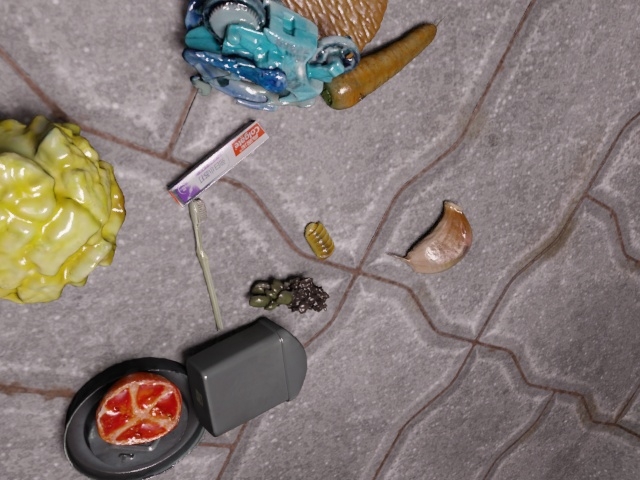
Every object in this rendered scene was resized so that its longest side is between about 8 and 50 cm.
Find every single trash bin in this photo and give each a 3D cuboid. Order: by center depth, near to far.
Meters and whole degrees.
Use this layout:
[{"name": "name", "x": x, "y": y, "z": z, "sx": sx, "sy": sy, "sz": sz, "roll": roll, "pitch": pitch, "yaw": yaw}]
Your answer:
[{"name": "trash bin", "x": -0.142, "y": 0.270, "z": 1.108, "sx": 0.236, "sy": 0.101, "sz": 0.176, "roll": -22, "pitch": 119, "yaw": -34}]

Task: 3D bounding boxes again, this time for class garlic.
[{"name": "garlic", "x": 0.261, "y": 0.013, "z": 1.255, "sx": 0.198, "sy": 0.090, "sz": 0.128, "roll": -39, "pitch": 110, "yaw": 1}]

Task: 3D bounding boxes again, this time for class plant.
[{"name": "plant", "x": -0.064, "y": 0.113, "z": 1.120, "sx": 0.174, "sy": 0.085, "sz": 0.087, "roll": 5, "pitch": 138, "yaw": -25}]

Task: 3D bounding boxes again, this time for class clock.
[{"name": "clock", "x": -0.362, "y": 0.361, "z": 1.089, "sx": 0.281, "sy": 0.055, "sz": 0.280, "roll": -12, "pitch": 118, "yaw": -24}]

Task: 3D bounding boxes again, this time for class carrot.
[{"name": "carrot", "x": 0.128, "y": -0.339, "z": 1.018, "sx": 0.298, "sy": 0.078, "sz": 0.078, "roll": -36, "pitch": 125, "yaw": -14}]

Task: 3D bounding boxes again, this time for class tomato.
[{"name": "tomato", "x": -0.334, "y": 0.295, "z": 0.996, "sx": 0.156, "sy": 0.069, "sz": 0.155, "roll": -13, "pitch": 121, "yaw": -22}]

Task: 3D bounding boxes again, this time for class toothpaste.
[{"name": "toothpaste", "x": -0.179, "y": -0.136, "z": 0.953, "sx": 0.196, "sy": 0.040, "sz": 0.047, "roll": -40, "pitch": 101, "yaw": -7}]

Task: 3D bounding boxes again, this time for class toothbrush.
[{"name": "toothbrush", "x": -0.217, "y": 0.054, "z": 1.040, "sx": 0.028, "sy": 0.026, "sz": 0.294, "roll": -23, "pitch": 122, "yaw": -35}]

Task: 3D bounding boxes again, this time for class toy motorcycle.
[{"name": "toy motorcycle", "x": -0.086, "y": -0.288, "z": 0.860, "sx": 0.260, "sy": 0.206, "sz": 0.154, "roll": 13, "pitch": 62, "yaw": -31}]

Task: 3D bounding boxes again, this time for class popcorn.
[{"name": "popcorn", "x": -0.402, "y": -0.050, "z": 0.765, "sx": 0.237, "sy": 0.293, "sz": 0.292, "roll": 20, "pitch": 102, "yaw": -27}]

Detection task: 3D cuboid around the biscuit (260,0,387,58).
[{"name": "biscuit", "x": 0.002, "y": -0.430, "z": 0.922, "sx": 0.262, "sy": 0.037, "sz": 0.261, "roll": -12, "pitch": 118, "yaw": -24}]

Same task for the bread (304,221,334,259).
[{"name": "bread", "x": 0.000, "y": 0.000, "z": 1.127, "sx": 0.049, "sy": 0.034, "sz": 0.088, "roll": -38, "pitch": 125, "yaw": -15}]
